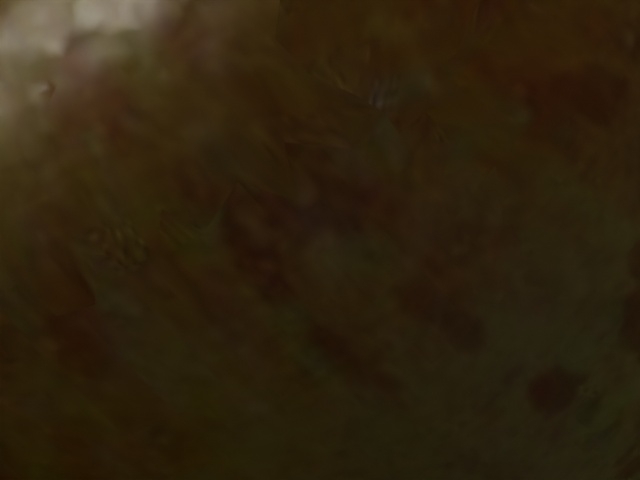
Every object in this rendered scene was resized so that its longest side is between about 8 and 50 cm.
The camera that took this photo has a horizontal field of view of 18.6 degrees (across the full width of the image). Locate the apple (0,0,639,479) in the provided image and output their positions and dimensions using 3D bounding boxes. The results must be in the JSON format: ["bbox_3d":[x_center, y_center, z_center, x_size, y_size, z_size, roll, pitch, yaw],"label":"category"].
[{"bbox_3d":[-0.058,-0.056,0.625,0.400,0.333,0.400,-23,41,22],"label":"apple"}]
